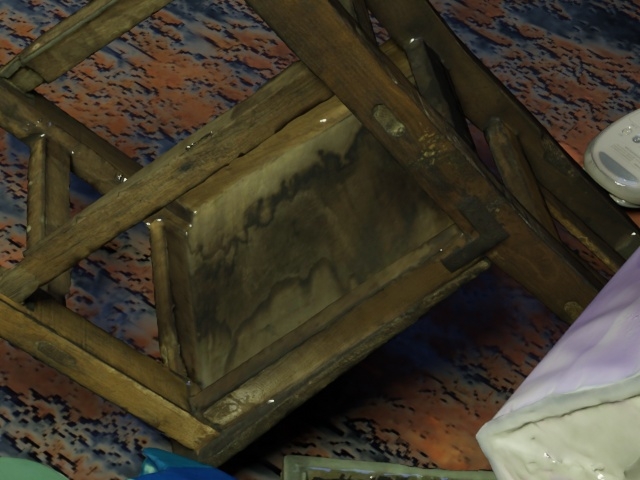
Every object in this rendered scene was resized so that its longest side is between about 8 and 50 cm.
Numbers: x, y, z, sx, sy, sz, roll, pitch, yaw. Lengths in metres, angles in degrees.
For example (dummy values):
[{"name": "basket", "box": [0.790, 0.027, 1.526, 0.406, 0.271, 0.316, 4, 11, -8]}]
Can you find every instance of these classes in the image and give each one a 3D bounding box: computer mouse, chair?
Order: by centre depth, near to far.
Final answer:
[{"name": "chair", "box": [0.000, 0.000, 0.820, 0.241, 0.416, 0.203, -34, 37, 17]}, {"name": "computer mouse", "box": [0.211, -0.050, 1.007, 0.096, 0.039, 0.066, -31, 57, -25]}]

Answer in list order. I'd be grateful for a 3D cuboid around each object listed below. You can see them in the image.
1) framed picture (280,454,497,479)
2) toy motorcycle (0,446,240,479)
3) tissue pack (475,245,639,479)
[{"name": "framed picture", "box": [0.119, 0.197, 0.754, 0.281, 0.019, 0.209, 6, 45, -5]}, {"name": "toy motorcycle", "box": [-0.081, 0.173, 0.623, 0.326, 0.191, 0.200, -4, 34, -41]}, {"name": "tissue pack", "box": [0.255, 0.077, 0.737, 0.338, 0.160, 0.242, -39, 100, -45]}]
